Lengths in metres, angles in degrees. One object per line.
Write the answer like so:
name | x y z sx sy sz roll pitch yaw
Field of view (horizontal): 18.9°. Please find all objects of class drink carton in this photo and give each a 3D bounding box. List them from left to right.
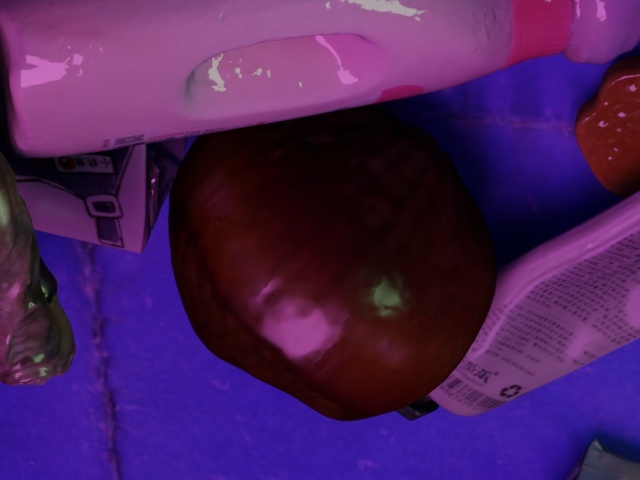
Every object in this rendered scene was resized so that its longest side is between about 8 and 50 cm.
drink carton | -0.149 -0.114 1.117 0.134 0.102 0.222 11 131 6

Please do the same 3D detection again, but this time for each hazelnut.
hazelnut | 0.000 0.000 1.106 0.178 0.204 0.178 -20 137 -20

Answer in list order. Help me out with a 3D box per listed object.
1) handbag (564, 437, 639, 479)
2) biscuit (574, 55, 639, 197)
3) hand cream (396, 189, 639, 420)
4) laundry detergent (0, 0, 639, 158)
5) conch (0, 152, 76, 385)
handbag | 0.227 0.213 1.259 0.173 0.095 0.117 28 136 6
biscuit | 0.252 -0.086 1.049 0.236 0.040 0.144 -20 114 30
hand cream | 0.168 0.024 1.126 0.121 0.076 0.336 28 137 -35
laundry detergent | 0.001 -0.110 0.986 0.335 0.159 0.087 -10 88 -12
conch | -0.268 -0.054 0.952 0.210 0.297 0.352 -18 126 -5
